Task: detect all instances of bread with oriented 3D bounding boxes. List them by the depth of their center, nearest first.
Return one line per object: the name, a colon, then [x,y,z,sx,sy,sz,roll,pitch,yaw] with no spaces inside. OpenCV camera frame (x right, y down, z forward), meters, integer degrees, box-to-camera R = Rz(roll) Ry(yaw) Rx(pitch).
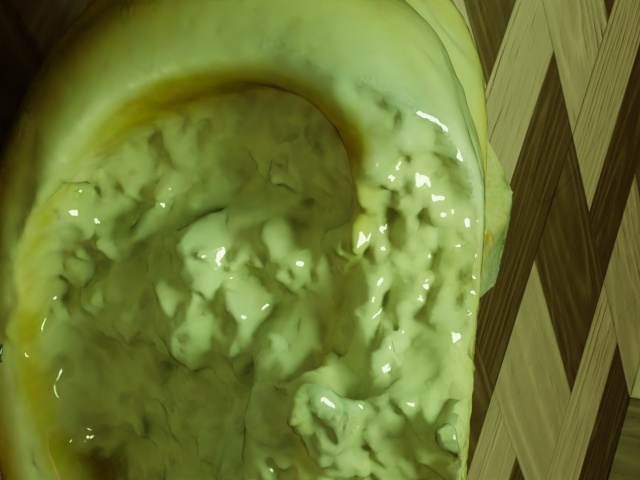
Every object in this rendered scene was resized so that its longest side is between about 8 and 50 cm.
bread: [-0.006,0.051,1.070,0.245,0.329,0.424,-20,118,-45]

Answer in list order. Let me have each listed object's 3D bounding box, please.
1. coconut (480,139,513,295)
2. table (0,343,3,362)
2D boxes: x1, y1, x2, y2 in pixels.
coconut: [0.000,0.000,1.318,0.197,0.237,0.237,53,32,-5]
table: [-0.208,0.074,0.941,0.083,0.082,0.070,15,84,-69]
